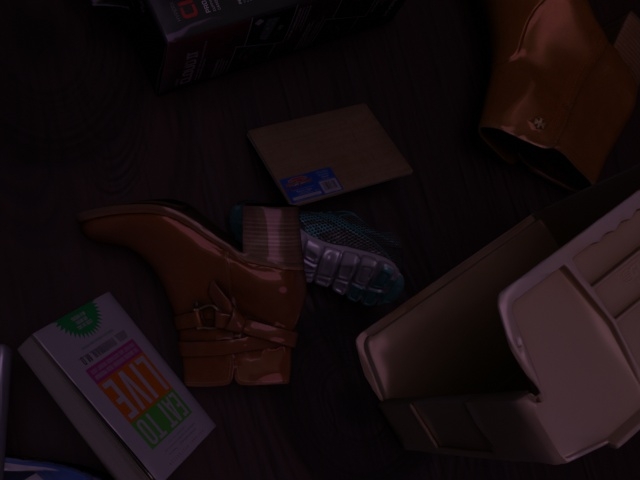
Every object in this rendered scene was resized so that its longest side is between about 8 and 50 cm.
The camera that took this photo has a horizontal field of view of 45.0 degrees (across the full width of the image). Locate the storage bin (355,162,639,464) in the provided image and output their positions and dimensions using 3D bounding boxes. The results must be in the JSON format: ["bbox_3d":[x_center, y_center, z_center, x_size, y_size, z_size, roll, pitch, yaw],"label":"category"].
[{"bbox_3d":[0.185,0.056,0.622,0.260,0.262,0.123,-32,89,-21],"label":"storage bin"}]

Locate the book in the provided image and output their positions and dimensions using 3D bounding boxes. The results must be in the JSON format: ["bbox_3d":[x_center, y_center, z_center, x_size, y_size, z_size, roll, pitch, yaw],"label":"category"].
[{"bbox_3d":[-0.155,0.117,0.607,0.144,0.035,0.096,50,27,0],"label":"book"}]

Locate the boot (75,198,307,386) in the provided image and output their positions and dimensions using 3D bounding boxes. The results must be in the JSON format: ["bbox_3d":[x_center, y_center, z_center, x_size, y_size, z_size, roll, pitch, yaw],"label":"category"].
[{"bbox_3d":[-0.110,0.043,0.639,0.197,0.073,0.152,3,96,10],"label":"boot"}]

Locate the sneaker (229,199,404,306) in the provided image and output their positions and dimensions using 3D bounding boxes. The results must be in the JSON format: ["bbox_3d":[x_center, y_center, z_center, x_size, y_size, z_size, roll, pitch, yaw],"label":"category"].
[{"bbox_3d":[0.000,0.000,0.698,0.166,0.065,0.076,23,40,1],"label":"sneaker"}]

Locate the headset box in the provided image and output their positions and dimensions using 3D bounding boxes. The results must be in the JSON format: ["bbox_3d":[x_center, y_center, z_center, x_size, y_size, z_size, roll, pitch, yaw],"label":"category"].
[{"bbox_3d":[-0.082,-0.280,0.712,0.293,0.110,0.218,-22,83,-20],"label":"headset box"}]

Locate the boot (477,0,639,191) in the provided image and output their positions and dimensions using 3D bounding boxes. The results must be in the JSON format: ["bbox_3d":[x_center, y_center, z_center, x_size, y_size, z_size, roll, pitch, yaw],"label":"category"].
[{"bbox_3d":[0.198,-0.198,0.776,0.295,0.104,0.211,35,69,-10],"label":"boot"}]

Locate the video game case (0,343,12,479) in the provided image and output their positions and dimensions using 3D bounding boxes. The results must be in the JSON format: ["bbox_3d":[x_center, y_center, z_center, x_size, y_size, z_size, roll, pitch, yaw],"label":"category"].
[{"bbox_3d":[-0.367,0.175,0.530,0.285,0.025,0.204,0,76,-6],"label":"video game case"}]

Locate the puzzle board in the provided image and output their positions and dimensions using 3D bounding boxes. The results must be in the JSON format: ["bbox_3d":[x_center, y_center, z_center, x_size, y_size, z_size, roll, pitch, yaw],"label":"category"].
[{"bbox_3d":[0.009,-0.080,0.721,0.128,0.011,0.096,-17,59,-22],"label":"puzzle board"}]

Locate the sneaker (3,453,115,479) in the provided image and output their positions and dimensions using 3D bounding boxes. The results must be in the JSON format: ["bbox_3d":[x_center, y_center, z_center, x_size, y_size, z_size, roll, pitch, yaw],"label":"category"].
[{"bbox_3d":[-0.215,0.195,0.582,0.144,0.053,0.059,8,73,-5],"label":"sneaker"}]
